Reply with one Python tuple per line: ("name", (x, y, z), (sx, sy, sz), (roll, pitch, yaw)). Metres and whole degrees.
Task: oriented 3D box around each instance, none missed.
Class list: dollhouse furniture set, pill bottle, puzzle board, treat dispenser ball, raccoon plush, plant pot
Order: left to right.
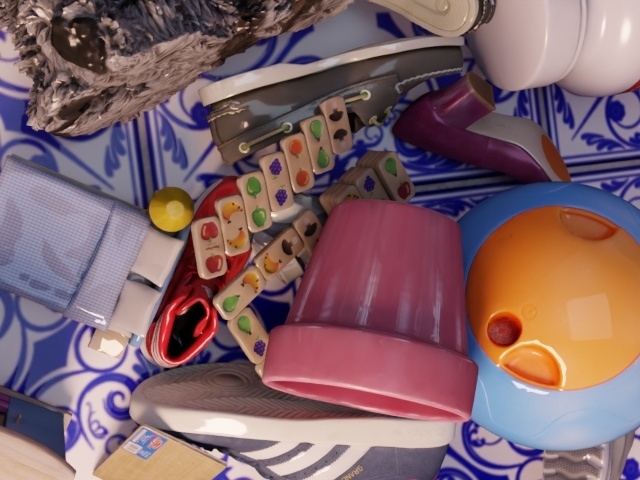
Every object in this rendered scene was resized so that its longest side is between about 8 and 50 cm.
("dollhouse furniture set", (-0.286, 0.044, 0.871), (0.286, 0.198, 0.303), (25, 86, -16))
("raccoon plush", (-0.202, -0.296, 0.966), (0.446, 0.216, 0.299), (-27, 87, -40))
("puzzle board", (-0.165, 0.232, 0.979), (0.096, 0.128, 0.011), (31, 42, -16))
("plant pot", (0.057, 0.065, 0.909), (0.201, 0.201, 0.180), (15, 76, -19))
("treat dispenser ball", (0.250, 0.080, 1.034), (0.288, 0.288, 0.288), (0, 89, -20))
("pill bottle", (0.382, -0.294, 1.116), (0.407, 0.229, 0.229), (-14, 94, -20))

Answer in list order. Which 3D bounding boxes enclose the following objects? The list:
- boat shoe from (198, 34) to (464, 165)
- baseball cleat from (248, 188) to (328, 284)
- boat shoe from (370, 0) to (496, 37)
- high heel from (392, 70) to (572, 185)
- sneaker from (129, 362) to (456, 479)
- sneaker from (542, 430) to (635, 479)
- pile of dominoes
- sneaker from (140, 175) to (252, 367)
("boat shoe", (0.023, -0.160, 1.053), (0.305, 0.109, 0.091), (-16, 96, -14))
("baseball cleat", (0.000, 0.000, 1.053), (0.206, 0.072, 0.109), (17, 103, -38))
("boat shoe", (0.090, -0.303, 1.064), (0.233, 0.084, 0.079), (39, 40, 18))
("high heel", (0.201, -0.100, 1.150), (0.244, 0.117, 0.082), (31, 43, -37))
("sneaker", (-0.032, 0.227, 1.022), (0.350, 0.131, 0.148), (8, 108, -10))
("sneaker", (0.341, 0.191, 1.182), (0.115, 0.105, 0.281), (33, 71, -51))
("pile of dominoes", (-0.006, -0.003, 0.966), (0.251, 0.040, 0.196), (-45, 120, -25))
("sneaker", (-0.109, 0.034, 0.989), (0.087, 0.128, 0.221), (23, 82, -18))
